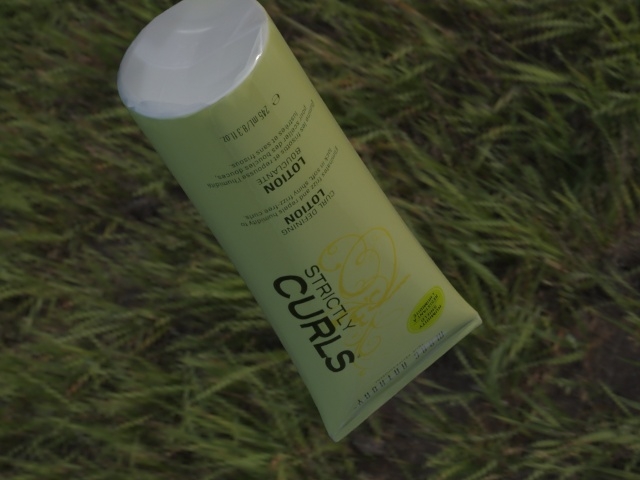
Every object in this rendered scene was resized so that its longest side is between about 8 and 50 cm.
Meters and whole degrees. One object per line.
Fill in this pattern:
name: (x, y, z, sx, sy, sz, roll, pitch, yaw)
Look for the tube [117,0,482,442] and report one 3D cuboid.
tube: (0.000, 0.000, 0.562, 0.070, 0.240, 0.062, -7, 52, 22)
